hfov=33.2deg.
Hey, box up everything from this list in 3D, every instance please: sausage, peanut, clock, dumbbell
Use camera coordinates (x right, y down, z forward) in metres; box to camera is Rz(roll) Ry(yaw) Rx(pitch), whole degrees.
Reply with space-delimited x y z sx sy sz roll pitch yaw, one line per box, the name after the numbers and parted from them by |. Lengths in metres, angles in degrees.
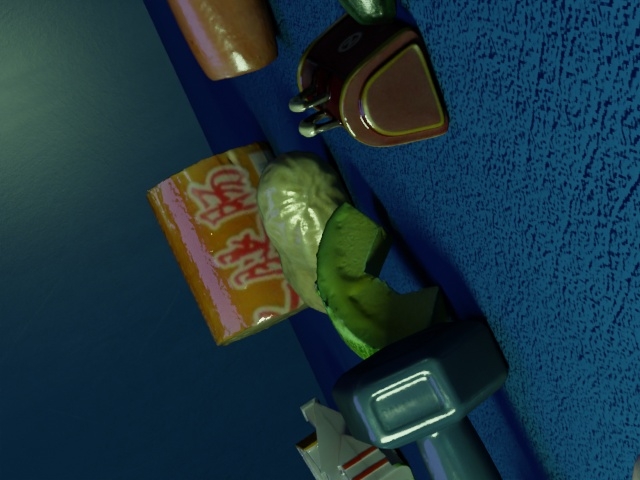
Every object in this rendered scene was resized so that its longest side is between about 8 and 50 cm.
-0.128 0.007 1.785 0.287 0.233 0.233 64 173 1 | sausage
-0.134 -0.308 1.182 0.259 0.113 0.113 66 173 -21 | sausage
0.000 0.000 1.338 0.125 0.111 0.274 39 163 35 | peanut
0.073 0.456 2.190 0.309 0.166 0.235 45 161 47 | clock
0.141 0.233 0.956 0.316 0.143 0.156 64 166 1 | dumbbell

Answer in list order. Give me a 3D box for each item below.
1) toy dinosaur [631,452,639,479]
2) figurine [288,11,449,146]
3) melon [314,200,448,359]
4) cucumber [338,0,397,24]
0.198 0.220 0.553 0.177 0.152 0.194 -90 -19 -88 | toy dinosaur
0.020 -0.113 0.805 0.082 0.098 0.154 63 171 -25 | figurine
0.057 0.053 1.103 0.209 0.118 0.064 42 175 38 | melon
0.021 -0.190 0.721 0.105 0.048 0.048 66 173 -21 | cucumber
